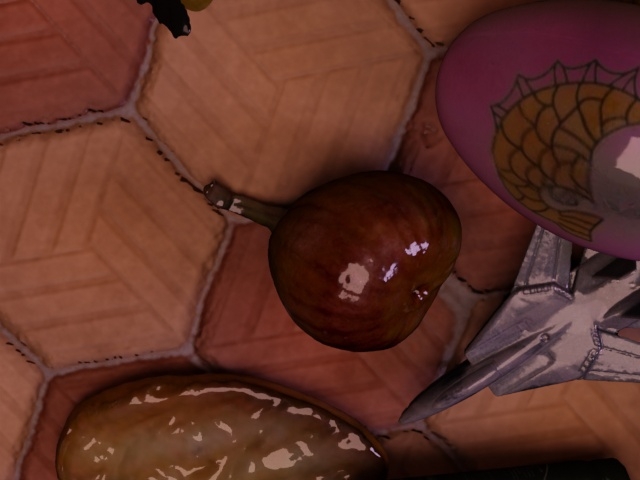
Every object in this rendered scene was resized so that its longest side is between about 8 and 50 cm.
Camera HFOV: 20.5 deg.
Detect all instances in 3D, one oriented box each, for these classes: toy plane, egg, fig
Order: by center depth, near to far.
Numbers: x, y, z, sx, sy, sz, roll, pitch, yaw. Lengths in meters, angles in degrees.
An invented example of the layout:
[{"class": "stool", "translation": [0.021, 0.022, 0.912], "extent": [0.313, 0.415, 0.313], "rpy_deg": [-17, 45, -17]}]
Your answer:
[{"class": "egg", "translation": [0.221, -0.088, 1.368], "extent": [0.271, 0.196, 0.196], "rpy_deg": [16, 117, 26]}, {"class": "fig", "translation": [0.021, 0.019, 1.476], "extent": [0.202, 0.148, 0.149], "rpy_deg": [-6, 84, 47]}, {"class": "toy plane", "translation": [0.179, 0.084, 1.522], "extent": [0.267, 0.088, 0.212], "rpy_deg": [-32, 103, 26]}]

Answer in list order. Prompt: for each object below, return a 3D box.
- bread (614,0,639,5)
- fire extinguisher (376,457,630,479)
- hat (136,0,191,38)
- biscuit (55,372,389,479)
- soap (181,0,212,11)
[{"class": "bread", "translation": [0.234, -0.205, 1.419], "extent": [0.110, 0.024, 0.110], "rpy_deg": [3, 119, 5]}, {"class": "fire extinguisher", "translation": [0.117, 0.254, 1.562], "extent": [0.311, 0.114, 0.095], "rpy_deg": [-4, 76, -10]}, {"class": "hat", "translation": [-0.115, -0.306, 1.268], "extent": [0.336, 0.209, 0.238], "rpy_deg": [42, 144, -14]}, {"class": "biscuit", "translation": [-0.086, 0.188, 1.600], "extent": [0.299, 0.045, 0.154], "rpy_deg": [14, 115, -2]}, {"class": "soap", "translation": [-0.126, -0.218, 1.441], "extent": [0.089, 0.012, 0.034], "rpy_deg": [32, 112, -10]}]
